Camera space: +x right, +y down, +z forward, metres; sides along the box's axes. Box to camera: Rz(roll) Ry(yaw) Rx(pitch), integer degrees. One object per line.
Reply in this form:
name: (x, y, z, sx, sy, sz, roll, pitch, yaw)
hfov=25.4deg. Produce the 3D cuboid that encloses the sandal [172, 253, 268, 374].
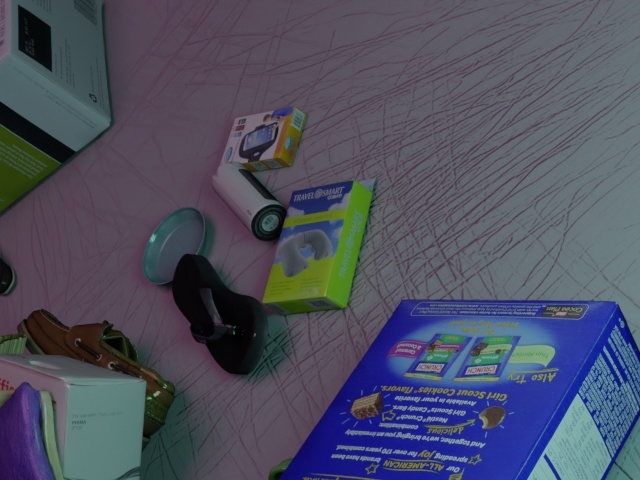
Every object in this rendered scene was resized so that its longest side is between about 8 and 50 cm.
sandal: (-0.139, 0.094, 1.779, 0.254, 0.054, 0.097, 35, 112, 55)

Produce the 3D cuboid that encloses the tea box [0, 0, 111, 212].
tea box: (-0.535, -0.262, 2.333, 0.324, 0.220, 0.329, -34, 43, 23)

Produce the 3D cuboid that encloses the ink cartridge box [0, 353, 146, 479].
ink cartridge box: (-0.316, 0.288, 1.705, 0.207, 0.117, 0.283, 8, 94, 49)

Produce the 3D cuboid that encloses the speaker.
speaker: (-0.093, -0.052, 1.859, 0.055, 0.055, 0.136, -50, 38, 5)

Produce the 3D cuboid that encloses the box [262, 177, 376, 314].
box: (0.000, 0.000, 1.736, 0.109, 0.042, 0.178, -9, 58, 42)

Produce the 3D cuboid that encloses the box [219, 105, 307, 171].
box: (-0.084, -0.134, 1.932, 0.136, 0.028, 0.081, -5, 59, 42)

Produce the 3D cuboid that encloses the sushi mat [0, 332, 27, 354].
sushi mat: (-0.437, 0.277, 1.832, 0.019, 0.151, 0.316, 14, 99, 11)

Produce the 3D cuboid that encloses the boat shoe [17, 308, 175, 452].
boat shoe: (-0.287, 0.161, 1.871, 0.307, 0.111, 0.104, 36, 89, 41)

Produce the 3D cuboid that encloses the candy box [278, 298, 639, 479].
candy box: (0.122, 0.202, 1.324, 0.268, 0.122, 0.317, -1, 40, 45)

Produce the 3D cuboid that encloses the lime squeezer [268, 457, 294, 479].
lime squeezer: (-0.018, 0.231, 1.574, 0.310, 0.059, 0.110, -47, 39, 11)

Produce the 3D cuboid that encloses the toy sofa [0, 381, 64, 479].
toy sofa: (-0.369, 0.343, 1.563, 0.177, 0.150, 0.362, -34, 65, 41)

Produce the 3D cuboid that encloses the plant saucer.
plant saucer: (-0.194, 0.011, 1.943, 0.119, 0.021, 0.119, -26, 47, 32)

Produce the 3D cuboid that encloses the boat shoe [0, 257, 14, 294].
boat shoe: (-0.519, 0.044, 2.237, 0.049, 0.042, 0.133, -50, 40, 3)
